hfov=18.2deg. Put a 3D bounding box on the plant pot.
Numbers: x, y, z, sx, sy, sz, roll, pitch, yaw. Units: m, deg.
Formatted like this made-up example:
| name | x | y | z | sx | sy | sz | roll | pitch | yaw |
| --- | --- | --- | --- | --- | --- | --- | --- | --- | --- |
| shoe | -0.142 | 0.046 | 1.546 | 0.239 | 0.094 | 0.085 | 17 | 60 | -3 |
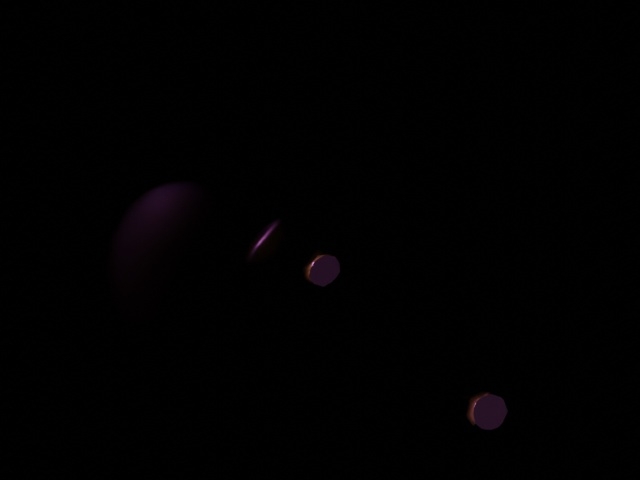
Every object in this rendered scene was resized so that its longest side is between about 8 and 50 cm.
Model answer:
| name | x | y | z | sx | sy | sz | roll | pitch | yaw |
| --- | --- | --- | --- | --- | --- | --- | --- | --- | --- |
| plant pot | 0.000 | 0.000 | 0.529 | 0.353 | 0.366 | 0.366 | 43 | 59 | -61 |
